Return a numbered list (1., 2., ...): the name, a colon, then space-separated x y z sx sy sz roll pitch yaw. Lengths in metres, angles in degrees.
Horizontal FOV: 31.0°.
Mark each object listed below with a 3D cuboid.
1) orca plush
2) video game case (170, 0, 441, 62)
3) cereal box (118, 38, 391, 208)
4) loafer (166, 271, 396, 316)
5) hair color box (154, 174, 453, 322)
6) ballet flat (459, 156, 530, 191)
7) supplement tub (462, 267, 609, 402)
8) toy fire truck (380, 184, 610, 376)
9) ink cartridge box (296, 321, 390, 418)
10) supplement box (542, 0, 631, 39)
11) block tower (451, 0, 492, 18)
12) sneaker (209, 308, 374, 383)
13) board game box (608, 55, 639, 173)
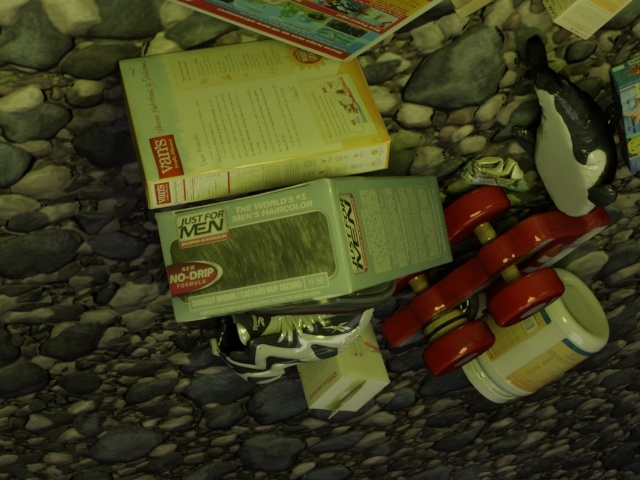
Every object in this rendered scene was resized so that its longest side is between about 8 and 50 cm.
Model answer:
1. orca plush: 0.309 -0.143 1.382 0.102 0.151 0.287 -45 131 -12
2. video game case: 0.005 -0.239 1.002 0.204 0.025 0.285 16 162 -25
3. cereal box: -0.069 -0.125 1.144 0.240 0.173 0.047 -10 143 -10
4. loafer: -0.055 0.061 1.479 0.303 0.109 0.095 5 148 -19
5. hair color box: 0.000 0.000 1.237 0.185 0.113 0.374 -11 179 21
6. ballet flat: 0.230 -0.087 1.469 0.114 0.041 0.041 5 141 -32
7. supplement tub: 0.323 0.149 1.764 0.144 0.144 0.200 18 134 -42
8. toy fire truck: 0.236 0.051 1.584 0.302 0.169 0.254 -42 160 32
9. ink cartridge box: 0.028 0.180 1.672 0.090 0.143 0.092 9 139 -35
10. supplement box: 0.296 -0.266 1.230 0.062 0.036 0.098 17 134 -42
11. block tower: 0.092 -0.324 1.000 0.097 0.091 0.335 -29 145 18
12. sneaker: -0.049 0.110 1.579 0.235 0.094 0.153 -25 151 21
13. board game box: 0.439 -0.171 1.442 0.136 0.035 0.201 -21 147 7
